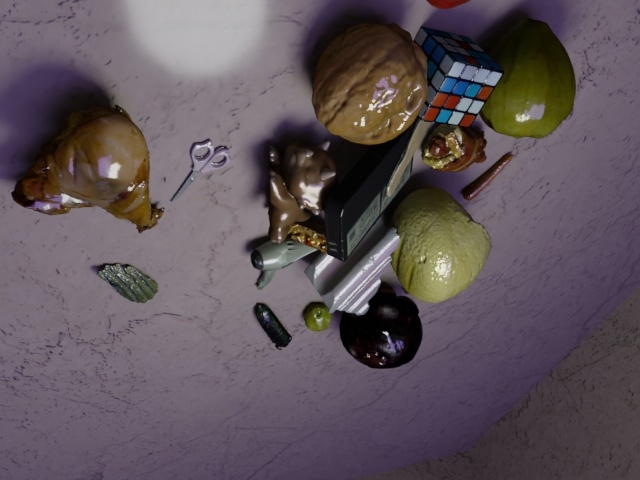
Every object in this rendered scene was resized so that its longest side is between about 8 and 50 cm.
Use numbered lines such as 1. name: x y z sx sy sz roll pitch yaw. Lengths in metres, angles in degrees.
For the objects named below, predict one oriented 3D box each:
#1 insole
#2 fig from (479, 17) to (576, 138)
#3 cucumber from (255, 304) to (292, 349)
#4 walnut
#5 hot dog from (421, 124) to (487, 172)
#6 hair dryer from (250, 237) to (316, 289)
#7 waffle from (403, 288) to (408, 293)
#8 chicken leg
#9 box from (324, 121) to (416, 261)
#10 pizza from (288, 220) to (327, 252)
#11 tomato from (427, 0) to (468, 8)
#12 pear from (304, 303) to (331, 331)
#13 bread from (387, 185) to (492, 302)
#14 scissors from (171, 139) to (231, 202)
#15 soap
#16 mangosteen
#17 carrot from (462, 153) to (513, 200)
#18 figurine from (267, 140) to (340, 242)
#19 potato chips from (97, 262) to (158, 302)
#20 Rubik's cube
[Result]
1. insole: 0.222 -0.221 1.557 0.248 0.011 0.081 -64 159 0
2. fig: 0.478 -0.375 1.471 0.239 0.239 0.271 -9 117 -24
3. cucumber: -0.149 0.274 1.977 0.067 0.067 0.245 -27 145 -1
4. walnut: 0.097 -0.318 1.303 0.224 0.257 0.257 -34 161 -55
5. hot dog: 0.364 -0.237 1.664 0.213 0.103 0.146 1 134 -35
6. hair dryer: -0.086 0.051 1.759 0.218 0.088 0.225 -24 157 -12
7. waffle: 0.358 0.115 2.120 0.219 0.057 0.229 -10 140 -23
8. chicken leg: -0.456 -0.112 1.276 0.294 0.182 0.409 -17 159 0
9. box: 0.124 -0.127 1.532 0.350 0.058 0.211 -51 156 -31
10. pizza: 0.000 0.000 1.637 0.188 0.199 0.062 7 105 -40
11. tomato: 0.292 -0.544 1.269 0.174 0.082 0.166 -25 143 0
12. pear: -0.010 0.247 2.019 0.092 0.092 0.097 -30 144 2
13. bread: 0.309 0.015 1.753 0.237 0.320 0.321 -33 146 -19
14. scissors: -0.284 -0.150 1.429 0.100 0.015 0.189 21 124 -44
15. soap: 0.126 0.062 1.816 0.302 0.159 0.257 -45 153 10
16. mangosteen: 0.203 0.277 2.036 0.287 0.233 0.287 -24 -172 4
17. carrot: 0.497 -0.190 1.869 0.190 0.037 0.037 -45 141 15
18. figurine: -0.037 -0.123 1.483 0.172 0.177 0.247 0 126 -6
19. potato chips: -0.479 0.105 1.597 0.091 0.028 0.207 -29 145 -1
20. Rubik's cube: 0.284 -0.366 1.419 0.154 0.151 0.155 0 136 -34
